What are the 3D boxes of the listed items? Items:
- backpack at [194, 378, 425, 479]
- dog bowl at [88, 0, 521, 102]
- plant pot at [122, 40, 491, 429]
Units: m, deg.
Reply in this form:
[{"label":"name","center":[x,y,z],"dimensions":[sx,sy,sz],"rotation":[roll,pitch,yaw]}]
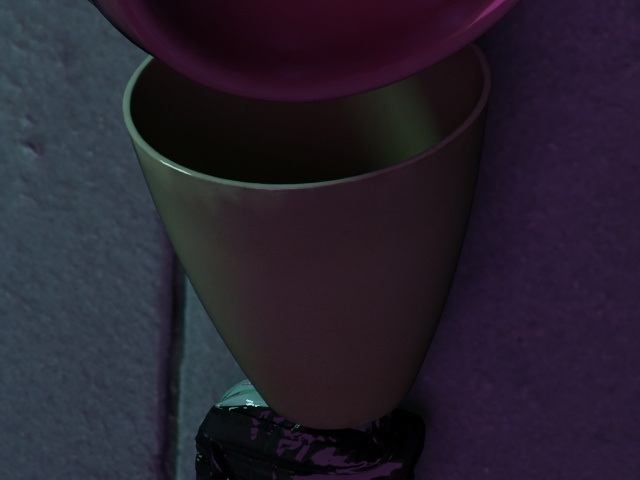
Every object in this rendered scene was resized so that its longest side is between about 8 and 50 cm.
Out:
[{"label":"backpack","center":[-0.013,0.186,1.211],"dimensions":[0.182,0.115,0.152],"rotation":[16,102,13]},{"label":"dog bowl","center":[0.005,-0.258,0.884],"dimensions":[0.408,0.408,0.150],"rotation":[-55,45,26]},{"label":"plant pot","center":[0.000,0.000,1.085],"dimensions":[0.256,0.256,0.274],"rotation":[6,127,15]}]
